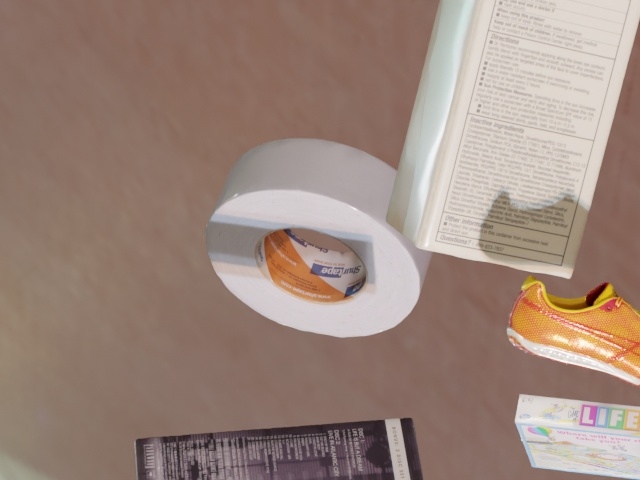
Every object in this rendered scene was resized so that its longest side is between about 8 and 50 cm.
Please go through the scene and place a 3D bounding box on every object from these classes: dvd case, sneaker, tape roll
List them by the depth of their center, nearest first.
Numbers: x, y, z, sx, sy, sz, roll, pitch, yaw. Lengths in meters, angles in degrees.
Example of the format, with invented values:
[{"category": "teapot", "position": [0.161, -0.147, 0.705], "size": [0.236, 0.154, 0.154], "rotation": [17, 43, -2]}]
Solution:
[{"category": "sneaker", "position": [0.230, 0.071, 1.371], "size": [0.175, 0.067, 0.064], "rotation": [16, -173, -10]}, {"category": "dvd case", "position": [-0.027, 0.214, 1.388], "size": [0.018, 0.221, 0.164], "rotation": [92, 172, -50]}, {"category": "tape roll", "position": [0.000, 0.000, 1.787], "size": [0.219, 0.072, 0.219], "rotation": [12, 141, 10]}]

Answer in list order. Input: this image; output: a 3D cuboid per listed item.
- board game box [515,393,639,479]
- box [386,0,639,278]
[{"category": "board game box", "position": [0.245, 0.166, 1.507], "size": [0.154, 0.026, 0.103], "rotation": [5, 154, 18]}, {"category": "box", "position": [0.168, -0.139, 1.534], "size": [0.148, 0.311, 0.121], "rotation": [13, -171, -14]}]
